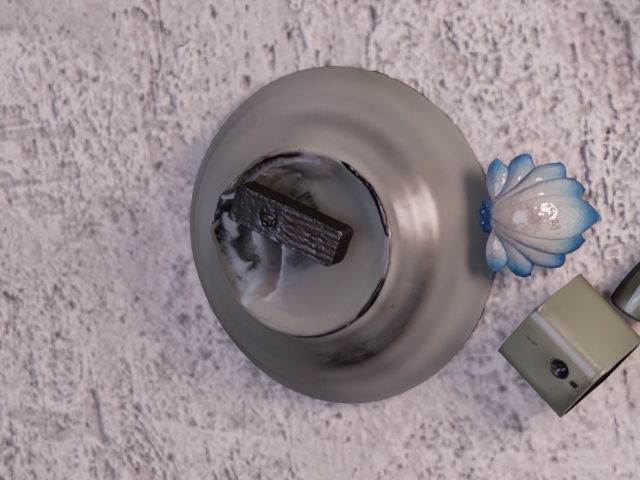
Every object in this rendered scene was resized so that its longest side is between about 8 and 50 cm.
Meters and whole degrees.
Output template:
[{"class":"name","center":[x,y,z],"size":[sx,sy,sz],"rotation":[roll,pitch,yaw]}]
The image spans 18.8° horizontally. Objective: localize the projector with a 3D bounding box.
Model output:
[{"class":"projector","center":[0.218,0.092,1.690],"size":[0.082,0.083,0.083],"rotation":[47,141,11]}]

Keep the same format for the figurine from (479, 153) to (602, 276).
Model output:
[{"class":"figurine","center":[0.196,-0.022,1.708],"size":[0.114,0.079,0.114],"rotation":[1,85,-13]}]

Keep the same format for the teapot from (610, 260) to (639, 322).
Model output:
[{"class":"teapot","center":[0.298,0.017,1.681],"size":[0.043,0.043,0.110],"rotation":[35,104,15]}]

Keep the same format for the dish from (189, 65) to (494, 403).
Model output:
[{"class":"dish","center":[0.000,0.000,1.766],"size":[0.316,0.106,0.316],"rotation":[3,97,23]}]

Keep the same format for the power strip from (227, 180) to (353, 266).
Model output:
[{"class":"power strip","center":[-0.028,-0.015,1.703],"size":[0.111,0.029,0.038],"rotation":[25,108,18]}]
